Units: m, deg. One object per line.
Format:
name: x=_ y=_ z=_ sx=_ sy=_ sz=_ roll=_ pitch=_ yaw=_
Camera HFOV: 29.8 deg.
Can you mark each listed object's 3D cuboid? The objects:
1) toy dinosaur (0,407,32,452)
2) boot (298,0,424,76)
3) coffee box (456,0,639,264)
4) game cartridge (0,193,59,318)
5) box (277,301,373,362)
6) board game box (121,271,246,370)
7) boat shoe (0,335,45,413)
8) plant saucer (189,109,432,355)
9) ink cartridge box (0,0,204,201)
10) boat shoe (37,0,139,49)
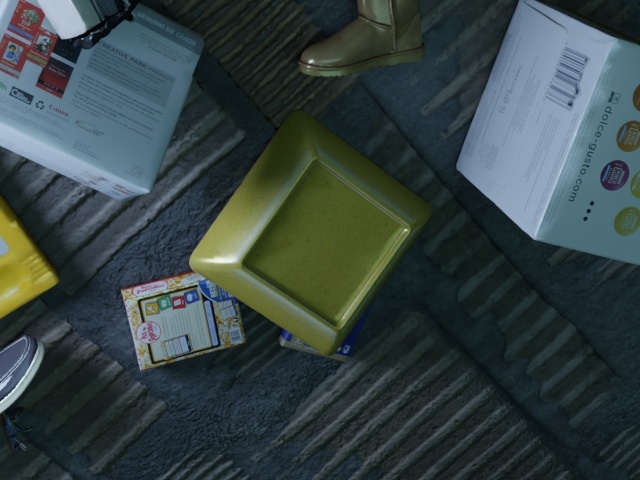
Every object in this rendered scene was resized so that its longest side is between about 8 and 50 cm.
toy dinosaur: x=-0.540 y=0.331 z=2.112 sx=0.090 sy=0.047 sz=0.082 roll=27 pitch=114 yaw=9
boot: x=0.064 y=-0.415 z=1.957 sx=0.236 sy=0.089 sz=0.269 roll=-15 pitch=115 yaw=-22
coffee box: x=0.487 y=-0.180 z=2.035 sx=0.334 sy=0.338 sz=0.337 roll=13 pitch=107 yaw=-22
game cartridge: x=-0.626 y=0.015 z=1.938 sx=0.285 sy=0.052 sz=0.323 roll=-32 pitch=116 yaw=-2
box: x=0.026 y=0.103 z=2.181 sx=0.136 sy=0.036 sz=0.225 roll=16 pitch=105 yaw=-22
board game box: x=-0.238 y=0.134 z=2.106 sx=0.194 sy=0.045 sz=0.146 roll=-14 pitch=115 yaw=-12
boat shoe: x=-0.587 y=0.255 z=2.021 sx=0.285 sy=0.103 sz=0.092 roll=-40 pitch=122 yaw=8
plant saucer: x=0.000 y=0.000 z=2.074 sx=0.333 sy=0.081 sz=0.332 roll=35 pitch=90 yaw=-23
ink cartridge box: x=-0.368 y=-0.247 z=1.841 sx=0.309 sy=0.130 sz=0.271 roll=26 pitch=74 yaw=-24
boat shoe: x=-0.371 y=-0.456 z=1.730 sx=0.158 sy=0.127 sz=0.340 roll=-39 pitch=113 yaw=-31
